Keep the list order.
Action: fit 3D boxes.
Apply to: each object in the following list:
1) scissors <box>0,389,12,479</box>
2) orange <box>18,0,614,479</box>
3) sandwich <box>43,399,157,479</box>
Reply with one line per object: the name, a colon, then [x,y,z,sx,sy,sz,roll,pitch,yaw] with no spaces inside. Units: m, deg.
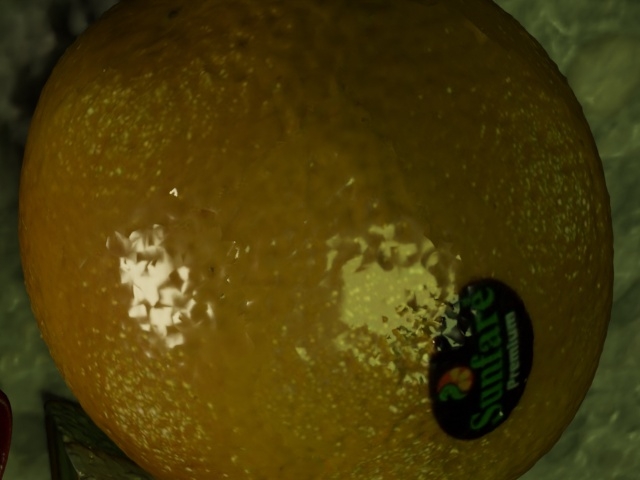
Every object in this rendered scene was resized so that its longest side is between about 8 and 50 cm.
scissors: [-0.174,0.177,0.772,0.144,0.017,0.248,-43,149,-37]
orange: [0.000,0.000,0.685,0.236,0.236,0.236,-15,125,-22]
sandwich: [-0.093,0.188,0.811,0.144,0.117,0.187,21,108,-35]
